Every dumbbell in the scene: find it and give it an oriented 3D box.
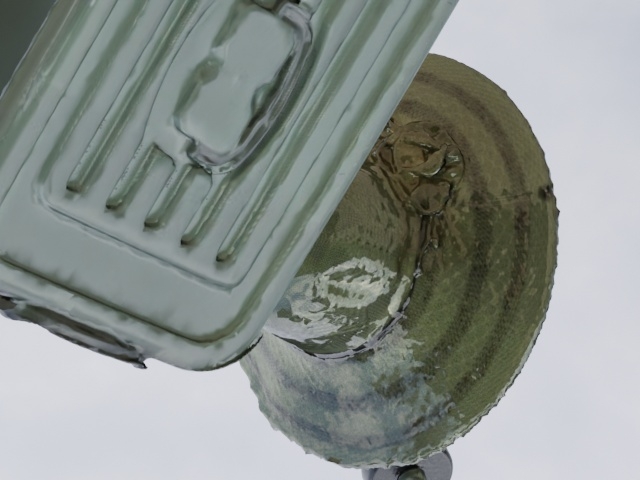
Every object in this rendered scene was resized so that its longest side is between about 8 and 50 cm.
[{"bbox_3d":[0.114,0.288,1.817,0.100,0.100,0.191,-1,-148,-18],"label":"dumbbell"}]

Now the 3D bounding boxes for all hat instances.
[{"bbox_3d":[0.000,0.000,0.973,0.110,0.252,0.252,16,-162,-48],"label":"hat"}]

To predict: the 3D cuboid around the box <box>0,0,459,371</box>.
[{"bbox_3d":[-0.067,-0.085,0.710,0.163,0.243,0.135,26,-174,-42],"label":"box"}]
